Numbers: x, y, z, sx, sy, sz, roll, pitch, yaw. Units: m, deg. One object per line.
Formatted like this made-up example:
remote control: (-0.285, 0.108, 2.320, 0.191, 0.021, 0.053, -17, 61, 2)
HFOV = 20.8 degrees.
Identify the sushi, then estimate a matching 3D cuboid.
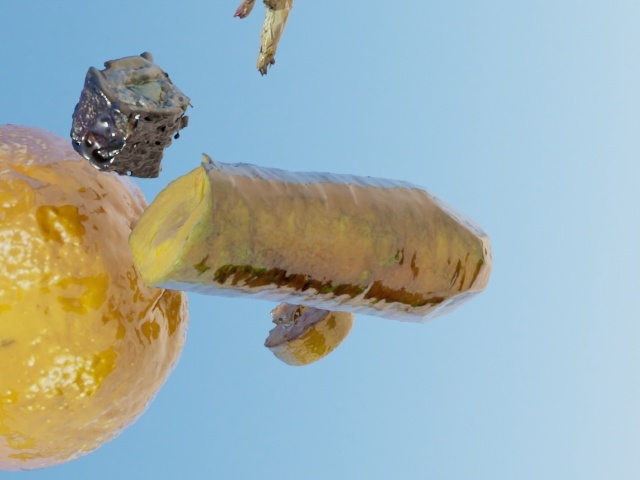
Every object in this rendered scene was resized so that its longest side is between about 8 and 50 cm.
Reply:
sushi: (-0.172, -0.111, 1.535, 0.094, 0.098, 0.084, -5, -48, -39)

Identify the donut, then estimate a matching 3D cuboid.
donut: (-0.006, 0.079, 1.690, 0.043, 0.097, 0.108, 54, -154, -21)

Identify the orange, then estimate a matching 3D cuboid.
orange: (-0.282, 0.051, 1.705, 0.340, 0.293, 0.341, -18, -90, -83)

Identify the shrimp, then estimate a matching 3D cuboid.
shrimp: (-0.058, -0.210, 1.669, 0.083, 0.023, 0.114, -19, -52, -55)

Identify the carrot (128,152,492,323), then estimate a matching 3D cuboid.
carrot: (0.000, 0.000, 1.333, 0.301, 0.114, 0.114, 9, -91, -37)
